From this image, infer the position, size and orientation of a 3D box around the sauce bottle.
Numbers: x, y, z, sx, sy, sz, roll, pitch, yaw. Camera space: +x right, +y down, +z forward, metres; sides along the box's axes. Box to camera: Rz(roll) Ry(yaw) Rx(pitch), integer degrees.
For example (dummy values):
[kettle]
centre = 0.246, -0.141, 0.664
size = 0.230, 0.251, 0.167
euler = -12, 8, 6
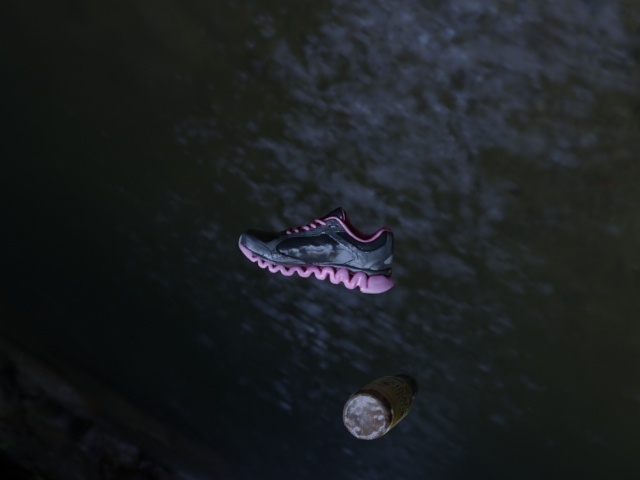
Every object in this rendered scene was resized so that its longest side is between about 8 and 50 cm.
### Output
[sauce bottle]
centre = 0.054, 0.133, 0.956
size = 0.042, 0.042, 0.128
euler = 27, -167, 13

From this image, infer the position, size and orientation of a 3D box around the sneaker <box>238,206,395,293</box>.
[sneaker]
centre = 0.000, 0.000, 0.845
size = 0.119, 0.057, 0.047
euler = 11, -164, 5
